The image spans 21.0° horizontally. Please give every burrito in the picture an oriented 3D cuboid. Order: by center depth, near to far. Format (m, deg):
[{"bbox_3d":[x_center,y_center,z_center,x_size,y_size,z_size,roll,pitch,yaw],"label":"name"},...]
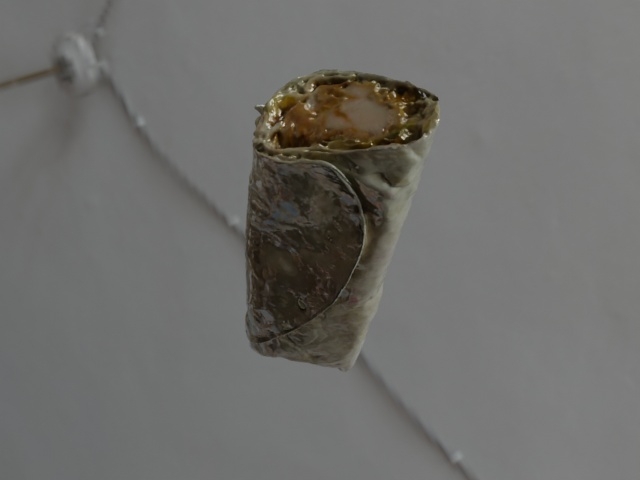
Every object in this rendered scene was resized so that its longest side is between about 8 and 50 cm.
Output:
[{"bbox_3d":[0.000,0.000,0.860,0.087,0.060,0.226,19,-36,7],"label":"burrito"}]
